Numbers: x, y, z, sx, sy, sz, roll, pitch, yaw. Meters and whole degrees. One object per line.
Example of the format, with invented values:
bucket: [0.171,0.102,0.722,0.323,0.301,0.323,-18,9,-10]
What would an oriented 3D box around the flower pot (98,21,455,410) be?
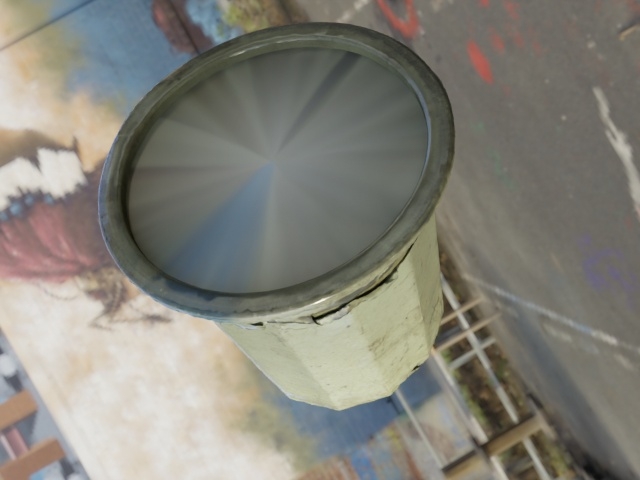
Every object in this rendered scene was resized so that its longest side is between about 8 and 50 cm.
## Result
flower pot: [0.000,0.000,0.660,0.212,0.212,0.203,58,179,37]
